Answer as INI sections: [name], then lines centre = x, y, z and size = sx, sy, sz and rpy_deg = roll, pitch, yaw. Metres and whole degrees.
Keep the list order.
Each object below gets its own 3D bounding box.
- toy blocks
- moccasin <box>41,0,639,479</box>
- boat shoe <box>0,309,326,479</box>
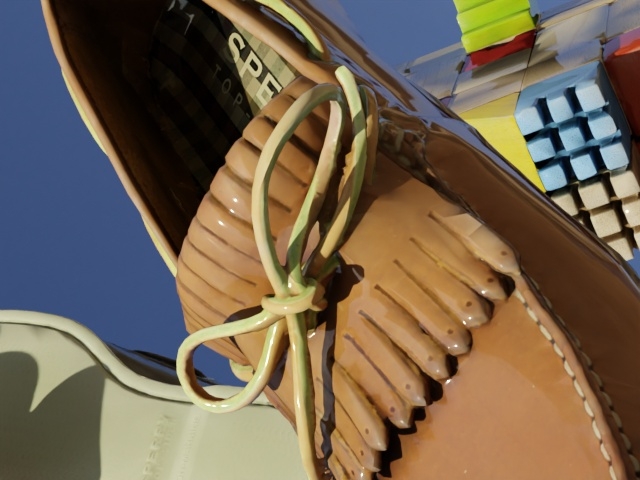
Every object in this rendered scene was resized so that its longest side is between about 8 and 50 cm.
[toy blocks]
centre = 0.142, -0.063, 0.986
size = 0.191, 0.381, 0.261
rpy_deg = 65, -162, -16
[moccasin]
centre = 0.002, -0.002, 0.592
size = 0.147, 0.139, 0.380
rpy_deg = 9, -142, -40
[boat shoe]
centre = -0.112, 0.130, 1.022
size = 0.113, 0.340, 0.127
rpy_deg = 57, -136, -55
